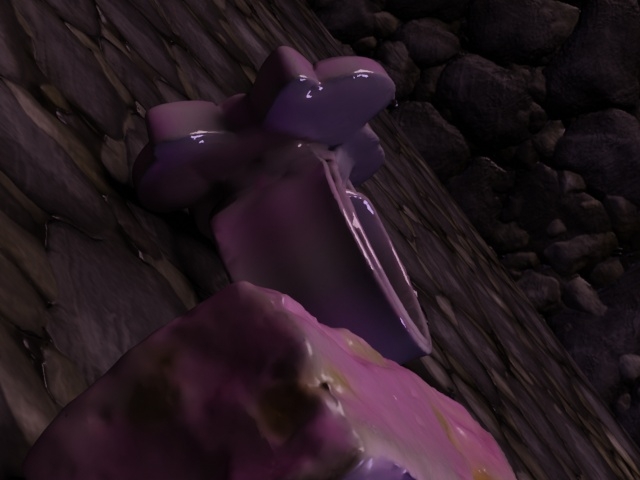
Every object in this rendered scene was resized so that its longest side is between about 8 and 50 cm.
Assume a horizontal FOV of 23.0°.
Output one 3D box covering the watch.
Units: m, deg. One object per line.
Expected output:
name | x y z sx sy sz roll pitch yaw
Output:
watch | 0.000 0.000 1.206 0.217 0.211 0.248 65 6 22

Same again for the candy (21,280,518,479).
candy | -0.005 0.132 0.776 0.116 0.155 0.265 54 10 32
